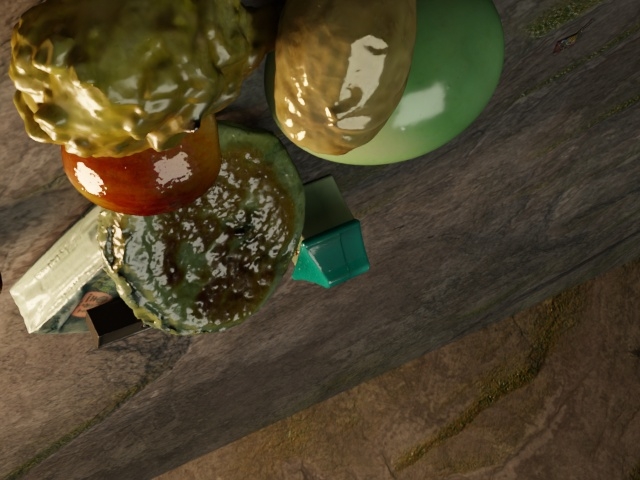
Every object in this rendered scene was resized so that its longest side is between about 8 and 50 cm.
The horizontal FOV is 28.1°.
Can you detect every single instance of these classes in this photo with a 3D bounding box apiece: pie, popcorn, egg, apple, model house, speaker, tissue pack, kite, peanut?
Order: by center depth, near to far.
[{"bbox_3d":[-0.158,-0.168,1.201,0.266,0.192,0.233,-15,159,-30],"label":"popcorn"},{"bbox_3d":[0.035,-0.233,1.204,0.147,0.147,0.319,-4,112,-50],"label":"peanut"},{"bbox_3d":[0.068,-0.194,1.395,0.270,0.220,0.220,-22,162,6],"label":"egg"},{"bbox_3d":[-0.196,-0.108,1.400,0.173,0.160,0.195,-3,160,-4],"label":"apple"},{"bbox_3d":[-0.141,-0.014,1.611,0.302,0.067,0.302,-20,125,-31],"label":"pie"},{"bbox_3d":[-0.216,0.087,1.705,0.191,0.046,0.040,-20,157,-21],"label":"speaker"},{"bbox_3d":[-0.236,0.033,1.761,0.228,0.103,0.316,-39,157,31],"label":"tissue pack"},{"bbox_3d":[0.367,-0.298,1.869,0.044,0.002,0.078,-16,160,-29],"label":"kite"},{"bbox_3d":[0.000,0.000,1.928,0.100,0.149,0.127,-25,160,-18],"label":"model house"}]

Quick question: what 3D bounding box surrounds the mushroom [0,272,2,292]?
[{"bbox_3d":[-0.449,0.061,1.570,0.127,0.087,0.127,-22,163,-7],"label":"mushroom"}]
